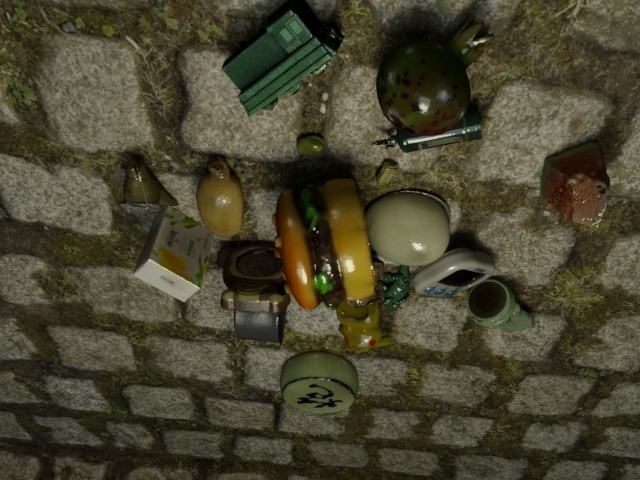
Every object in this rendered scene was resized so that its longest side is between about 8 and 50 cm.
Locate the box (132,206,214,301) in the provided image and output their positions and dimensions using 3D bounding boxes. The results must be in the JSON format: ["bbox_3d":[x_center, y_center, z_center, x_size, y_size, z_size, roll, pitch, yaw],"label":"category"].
[{"bbox_3d":[-0.472,0.042,1.859,0.194,0.260,0.111,33,130,-27],"label":"box"}]

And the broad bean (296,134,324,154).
[{"bbox_3d":[-0.032,-0.277,1.652,0.083,0.045,0.063,-9,146,24],"label":"broad bean"}]

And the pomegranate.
[{"bbox_3d":[0.266,-0.408,1.380,0.242,0.242,0.305,17,114,-12],"label":"pomegranate"}]

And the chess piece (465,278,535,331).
[{"bbox_3d":[0.665,0.269,2.095,0.176,0.175,0.298,-25,141,27],"label":"chess piece"}]

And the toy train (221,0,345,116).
[{"bbox_3d":[-0.103,-0.457,1.416,0.330,0.138,0.178,-27,118,31],"label":"toy train"}]

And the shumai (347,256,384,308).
[{"bbox_3d":[0.131,0.144,1.938,0.167,0.175,0.206,-3,174,-24],"label":"shumai"}]

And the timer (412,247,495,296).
[{"bbox_3d":[0.449,0.108,1.924,0.262,0.087,0.237,12,141,-45],"label":"timer"}]

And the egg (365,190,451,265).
[{"bbox_3d":[0.269,-0.013,1.804,0.287,0.174,0.264,2,132,8],"label":"egg"}]

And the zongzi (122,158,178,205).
[{"bbox_3d":[-0.521,-0.174,1.776,0.176,0.078,0.160,10,140,-18],"label":"zongzi"}]

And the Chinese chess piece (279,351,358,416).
[{"bbox_3d":[-0.006,0.636,2.510,0.350,0.146,0.349,3,136,3],"label":"Chinese chess piece"}]

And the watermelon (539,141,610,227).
[{"bbox_3d":[0.714,-0.144,1.573,0.140,0.256,0.192,1,128,3],"label":"watermelon"}]

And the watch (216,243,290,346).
[{"bbox_3d":[-0.208,0.211,1.959,0.314,0.335,0.326,2,126,2],"label":"watch"}]

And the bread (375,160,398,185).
[{"bbox_3d":[0.197,-0.203,1.713,0.049,0.033,0.088,4,142,-20],"label":"bread"}]

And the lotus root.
[{"bbox_3d":[-0.311,-0.113,1.777,0.146,0.130,0.303,3,136,0],"label":"lotus root"}]

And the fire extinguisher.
[{"bbox_3d":[0.291,-0.294,1.570,0.295,0.118,0.093,-10,99,14],"label":"fire extinguisher"}]

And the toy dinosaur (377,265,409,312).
[{"bbox_3d":[0.267,0.153,2.038,0.120,0.079,0.292,-10,132,-8],"label":"toy dinosaur"}]

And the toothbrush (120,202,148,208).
[{"bbox_3d":[-0.603,-0.111,1.834,0.162,0.014,0.017,8,172,44],"label":"toothbrush"}]

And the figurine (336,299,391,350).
[{"bbox_3d":[0.148,0.312,2.154,0.218,0.169,0.326,9,136,19],"label":"figurine"}]

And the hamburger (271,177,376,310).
[{"bbox_3d":[0.000,0.000,1.690,0.278,0.395,0.395,-11,135,0],"label":"hamburger"}]
